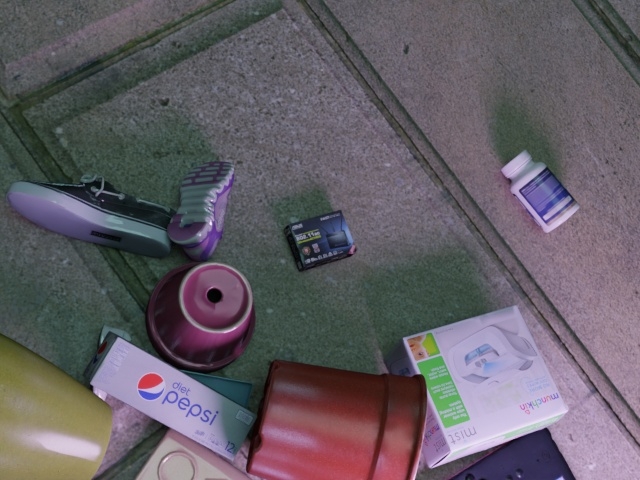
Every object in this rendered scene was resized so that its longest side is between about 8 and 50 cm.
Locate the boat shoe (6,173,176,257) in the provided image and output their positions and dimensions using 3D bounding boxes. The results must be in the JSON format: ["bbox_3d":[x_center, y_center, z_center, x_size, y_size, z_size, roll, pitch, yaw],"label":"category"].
[{"bbox_3d":[-0.407,-0.065,1.691,0.306,0.113,0.105,16,61,-15],"label":"boat shoe"}]

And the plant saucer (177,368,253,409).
[{"bbox_3d":[-0.220,0.267,1.671,0.192,0.018,0.067,13,102,-13],"label":"plant saucer"}]

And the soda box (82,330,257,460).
[{"bbox_3d":[-0.256,0.265,1.591,0.286,0.098,0.091,33,79,-18],"label":"soda box"}]

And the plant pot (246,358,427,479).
[{"bbox_3d":[0.020,0.333,1.619,0.264,0.272,0.273,15,67,-4],"label":"plant pot"}]

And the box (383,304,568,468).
[{"bbox_3d":[0.292,0.278,1.774,0.261,0.127,0.231,-13,66,-21],"label":"box"}]

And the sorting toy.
[{"bbox_3d":[-0.237,0.457,1.608,0.193,0.038,0.208,36,60,-3],"label":"sorting toy"}]

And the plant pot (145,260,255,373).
[{"bbox_3d":[-0.202,0.123,1.652,0.201,0.180,0.202,5,71,-16],"label":"plant pot"}]

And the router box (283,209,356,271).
[{"bbox_3d":[0.000,0.000,1.838,0.122,0.038,0.092,-17,77,-22],"label":"router box"}]

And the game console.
[{"bbox_3d":[0.392,0.587,1.749,0.341,0.060,0.387,-24,81,-23],"label":"game console"}]

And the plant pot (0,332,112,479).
[{"bbox_3d":[-0.495,0.286,1.481,0.293,0.274,0.275,23,65,-27],"label":"plant pot"}]

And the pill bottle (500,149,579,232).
[{"bbox_3d":[0.467,-0.109,1.995,0.094,0.094,0.169,-37,86,-25],"label":"pill bottle"}]

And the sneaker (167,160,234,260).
[{"bbox_3d":[-0.217,-0.052,1.764,0.095,0.105,0.236,-2,45,19],"label":"sneaker"}]

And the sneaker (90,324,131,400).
[{"bbox_3d":[-0.369,0.224,1.634,0.061,0.053,0.152,14,67,-16],"label":"sneaker"}]
